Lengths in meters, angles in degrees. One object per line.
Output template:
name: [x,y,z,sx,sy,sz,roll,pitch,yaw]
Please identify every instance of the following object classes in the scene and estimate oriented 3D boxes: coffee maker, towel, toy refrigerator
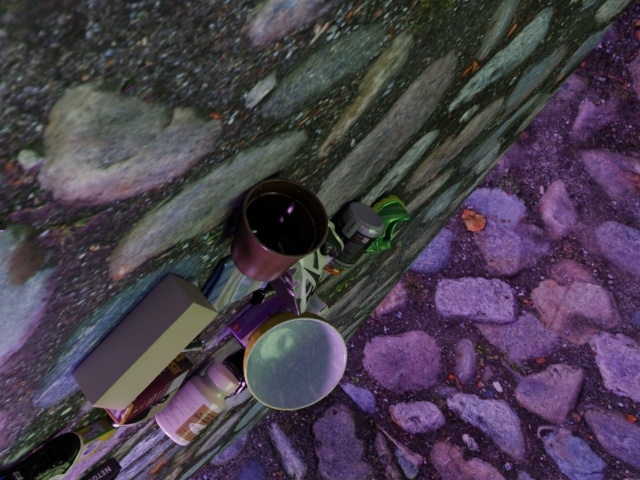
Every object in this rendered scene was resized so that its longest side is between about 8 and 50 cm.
coffee maker: [-0.235,0.391,2.406,0.178,0.120,0.171,-25,134,-59]
towel: [-0.445,0.437,2.036,0.110,0.027,0.148,-52,164,26]
toy refrigerator: [-0.335,0.192,1.455,0.269,0.094,0.102,-46,154,3]
towel: [-0.171,0.078,1.751,0.285,0.034,0.209,-26,157,-54]

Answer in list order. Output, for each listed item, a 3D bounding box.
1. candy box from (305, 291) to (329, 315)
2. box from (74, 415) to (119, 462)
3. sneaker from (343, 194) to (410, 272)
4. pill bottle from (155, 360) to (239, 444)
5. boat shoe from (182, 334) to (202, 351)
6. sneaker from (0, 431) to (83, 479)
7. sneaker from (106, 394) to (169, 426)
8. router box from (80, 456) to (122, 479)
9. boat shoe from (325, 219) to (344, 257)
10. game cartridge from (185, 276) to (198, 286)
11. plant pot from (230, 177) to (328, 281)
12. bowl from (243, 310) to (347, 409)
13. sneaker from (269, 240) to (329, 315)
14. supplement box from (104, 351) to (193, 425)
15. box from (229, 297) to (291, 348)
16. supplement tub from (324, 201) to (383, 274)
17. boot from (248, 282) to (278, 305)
candy box: [-0.061,0.276,2.627,0.196,0.070,0.165,-43,167,-4]
box: [-0.548,0.475,1.801,0.105,0.043,0.179,-50,168,24]
sneaker: [0.146,-0.003,2.279,0.295,0.123,0.109,-47,168,11]
pill bottle: [-0.346,0.458,2.177,0.229,0.131,0.131,-45,167,0]
boat shoe: [-0.316,0.243,1.807,0.046,0.038,0.125,-5,175,21]
sneaker: [-0.594,0.479,1.582,0.217,0.079,0.121,-40,168,-15]
sneaker: [-0.448,0.412,1.862,0.077,0.072,0.178,-41,166,34]
router box: [-0.660,0.708,2.173,0.179,0.046,0.133,-30,160,-50]
boat shoe: [0.000,0.000,1.906,0.079,0.084,0.233,-57,161,-9]
game cartridge: [-0.282,0.107,1.535,0.083,0.017,0.056,-40,170,-19]
plant pot: [-0.093,-0.008,1.472,0.167,0.167,0.165,-36,172,-35]
bowl: [-0.086,0.304,2.111,0.289,0.289,0.156,-46,-150,4]
sneaker: [-0.038,0.067,1.778,0.146,0.122,0.330,-38,163,-19]
supplement box: [-0.375,0.290,1.615,0.188,0.104,0.081,-31,161,-49]
box: [-0.157,0.231,2.216,0.201,0.057,0.293,-41,166,-12]
supplement tub: [0.074,-0.003,2.070,0.190,0.117,0.117,-51,166,27]
boot: [-0.093,0.097,1.979,0.137,0.077,0.198,-23,154,-47]
